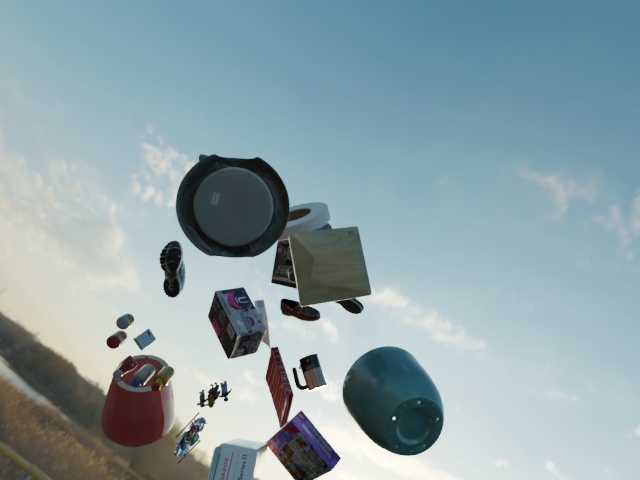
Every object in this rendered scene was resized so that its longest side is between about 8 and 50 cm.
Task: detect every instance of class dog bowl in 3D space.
[{"bbox_3d":[-0.278,-0.107,1.351,0.349,0.349,0.102,44,-8,-5],"label":"dog bowl"}]

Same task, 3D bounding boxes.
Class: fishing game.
[{"bbox_3d":[-0.565,0.869,1.845,0.041,0.189,0.264,28,-53,19],"label":"fishing game"}]

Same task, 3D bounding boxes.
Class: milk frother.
[{"bbox_3d":[-0.037,0.559,1.758,0.129,0.134,0.143,-26,-22,17],"label":"milk frother"}]

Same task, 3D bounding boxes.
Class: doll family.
[{"bbox_3d":[-0.553,0.814,2.187,0.076,0.193,0.111,46,11,-36],"label":"doll family"}]

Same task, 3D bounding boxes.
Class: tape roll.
[{"bbox_3d":[-0.137,-0.110,2.291,0.392,0.392,0.072,3,-64,43],"label":"tape roll"}]

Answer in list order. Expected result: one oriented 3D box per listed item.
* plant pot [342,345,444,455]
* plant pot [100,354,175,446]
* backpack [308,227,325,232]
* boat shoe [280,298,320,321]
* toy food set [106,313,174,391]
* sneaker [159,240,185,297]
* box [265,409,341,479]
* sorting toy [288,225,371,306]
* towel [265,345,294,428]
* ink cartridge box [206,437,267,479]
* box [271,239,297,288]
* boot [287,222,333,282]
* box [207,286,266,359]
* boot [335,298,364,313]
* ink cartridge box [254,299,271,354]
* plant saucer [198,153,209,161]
[{"bbox_3d":[0.238,0.507,1.287,0.293,0.293,0.235,51,-5,-14],"label":"plant pot"},{"bbox_3d":[-0.686,0.591,1.595,0.275,0.275,0.243,25,-63,22],"label":"plant pot"},{"bbox_3d":[0.000,0.000,1.824,0.120,0.098,0.101,12,-48,58],"label":"backpack"},{"bbox_3d":[-0.095,0.308,1.873,0.207,0.073,0.073,6,-69,27],"label":"boat shoe"},{"bbox_3d":[-0.525,0.326,1.178,0.232,0.111,0.104,59,2,-6],"label":"toy food set"},{"bbox_3d":[-0.733,0.137,2.101,0.110,0.122,0.283,5,-83,3],"label":"sneaker"},{"bbox_3d":[-0.069,0.731,1.459,0.201,0.057,0.293,46,-44,13],"label":"box"},{"bbox_3d":[0.026,0.095,1.500,0.089,0.257,0.255,132,-51,-69],"label":"sorting toy"},{"bbox_3d":[-0.167,0.575,1.642,0.275,0.031,0.198,-124,-139,-56],"label":"towel"},{"bbox_3d":[-0.257,0.738,1.291,0.119,0.207,0.353,9,-21,4],"label":"ink cartridge box"},{"bbox_3d":[-0.162,0.146,2.574,0.243,0.076,0.307,13,-61,0],"label":"box"},{"bbox_3d":[-0.036,0.058,2.229,0.138,0.377,0.284,99,-32,-52],"label":"boot"},{"bbox_3d":[-0.352,0.341,1.760,0.247,0.142,0.163,51,-50,36],"label":"box"},{"bbox_3d":[0.156,0.233,1.903,0.236,0.179,0.085,22,-46,51],"label":"boot"},{"bbox_3d":[-0.273,0.421,1.973,0.181,0.056,0.224,-119,-154,-61],"label":"ink cartridge box"},{"bbox_3d":[-0.408,-0.252,1.638,0.036,0.198,0.198,-23,-61,7],"label":"plant saucer"}]
